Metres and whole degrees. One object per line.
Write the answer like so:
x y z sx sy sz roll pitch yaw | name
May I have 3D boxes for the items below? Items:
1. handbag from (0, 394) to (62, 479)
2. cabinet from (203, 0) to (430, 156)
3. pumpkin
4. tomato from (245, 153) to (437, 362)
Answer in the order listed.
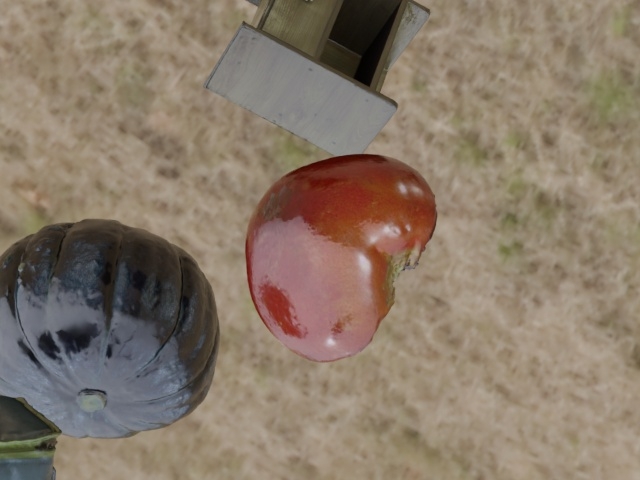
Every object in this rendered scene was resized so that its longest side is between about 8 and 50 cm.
-0.435 0.319 1.543 0.222 0.241 0.263 5 -177 -28 | handbag
-0.002 -0.240 1.605 0.215 0.175 0.148 27 145 -10 | cabinet
-0.326 0.130 1.910 0.363 0.266 0.363 3 138 3 | pumpkin
0.000 0.000 1.367 0.139 0.233 0.200 33 167 -33 | tomato
